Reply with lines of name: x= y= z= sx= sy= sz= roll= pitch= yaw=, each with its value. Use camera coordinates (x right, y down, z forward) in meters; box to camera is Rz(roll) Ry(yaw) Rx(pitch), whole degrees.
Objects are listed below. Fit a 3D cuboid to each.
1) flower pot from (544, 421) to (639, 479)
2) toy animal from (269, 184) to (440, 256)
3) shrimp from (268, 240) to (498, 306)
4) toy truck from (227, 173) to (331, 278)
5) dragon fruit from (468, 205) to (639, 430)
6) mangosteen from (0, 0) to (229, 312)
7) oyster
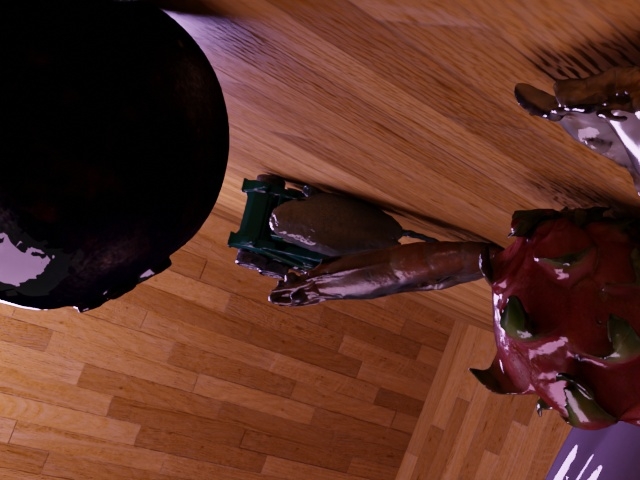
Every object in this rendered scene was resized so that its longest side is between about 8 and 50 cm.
flower pot: x=0.359 y=0.244 z=1.057 sx=0.265 sy=0.243 sz=0.265 roll=40 pitch=-170 yaw=-8
toy animal: x=0.069 y=-0.005 z=1.138 sx=0.252 sy=0.070 sz=0.079 roll=12 pitch=-160 yaw=-13
shrimp: x=0.071 y=0.042 z=1.101 sx=0.251 sy=0.052 sz=0.143 roll=-6 pitch=163 yaw=10
toy truck: x=0.000 y=0.000 z=1.245 sx=0.116 sy=0.110 sz=0.216 roll=2 pitch=164 yaw=45
dragon fruit: x=0.188 y=0.070 z=0.675 sx=0.137 sy=0.135 sz=0.236 roll=9 pitch=151 yaw=48
mangosteen: x=-0.157 y=-0.074 z=0.560 sx=0.230 sy=0.194 sz=0.194 roll=57 pitch=174 yaw=-3
oyster: x=0.132 y=-0.027 z=0.356 sx=0.108 sy=0.053 sz=0.166 roll=49 pitch=180 yaw=-11
